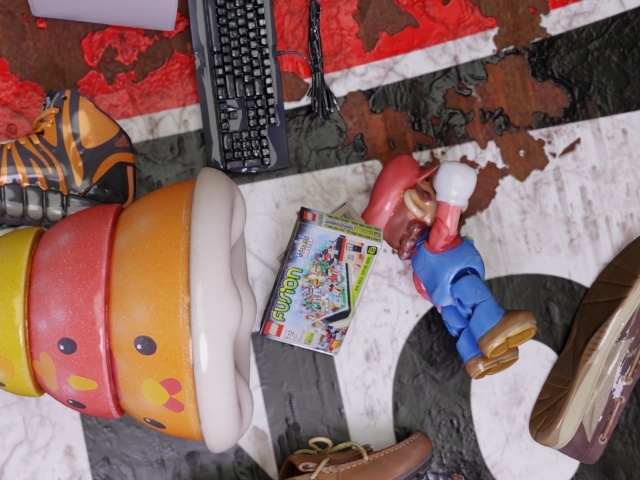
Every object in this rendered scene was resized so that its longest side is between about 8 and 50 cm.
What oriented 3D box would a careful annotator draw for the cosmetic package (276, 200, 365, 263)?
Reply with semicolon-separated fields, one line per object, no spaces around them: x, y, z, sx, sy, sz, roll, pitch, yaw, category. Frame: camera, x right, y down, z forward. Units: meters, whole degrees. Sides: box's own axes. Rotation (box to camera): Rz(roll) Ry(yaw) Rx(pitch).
0.000;0.000;1.678;0.115;0.060;0.041;-39;89;35;cosmetic package

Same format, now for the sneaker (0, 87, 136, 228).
-0.401;-0.115;1.645;0.321;0.124;0.180;8;79;-18;sneaker

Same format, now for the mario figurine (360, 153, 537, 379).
0.189;0.012;1.671;0.198;0.170;0.321;-43;65;28;mario figurine

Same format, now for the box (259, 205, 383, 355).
-0.001;0.057;1.649;0.114;0.207;0.036;15;38;-6;box

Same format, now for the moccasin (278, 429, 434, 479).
-0.015;0.328;1.614;0.380;0.139;0.147;-22;62;-26;moccasin

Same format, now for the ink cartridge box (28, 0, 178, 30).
-0.276;-0.441;1.643;0.198;0.197;0.270;5;84;-8;ink cartridge box

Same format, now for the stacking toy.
-0.325;0.094;1.540;0.479;0.350;0.351;-3;85;1;stacking toy

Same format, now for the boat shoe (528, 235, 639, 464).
0.420;0.151;1.732;0.123;0.123;0.342;29;85;-13;boat shoe

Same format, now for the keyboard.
-0.074;-0.256;1.710;0.201;0.033;0.317;-9;97;-20;keyboard
